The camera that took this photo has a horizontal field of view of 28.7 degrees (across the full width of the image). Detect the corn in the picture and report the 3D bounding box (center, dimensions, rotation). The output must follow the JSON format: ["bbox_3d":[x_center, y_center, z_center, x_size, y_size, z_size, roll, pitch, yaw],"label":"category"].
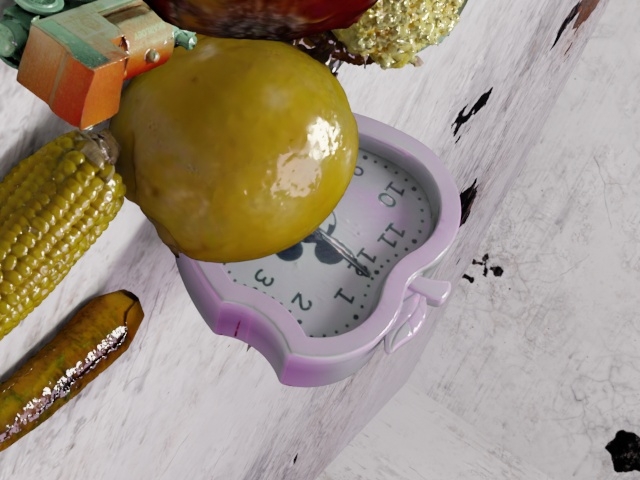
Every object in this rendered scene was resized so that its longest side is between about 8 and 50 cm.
[{"bbox_3d":[-0.258,0.008,1.072,0.261,0.097,0.097,-53,165,-14],"label":"corn"}]

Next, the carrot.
[{"bbox_3d":[-0.289,0.143,1.333,0.260,0.070,0.070,-42,160,-38],"label":"carrot"}]

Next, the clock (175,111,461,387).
[{"bbox_3d":[0.000,0.000,1.464,0.338,0.339,0.102,-49,169,-28],"label":"clock"}]

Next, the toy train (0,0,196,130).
[{"bbox_3d":[-0.169,-0.158,0.966,0.176,0.118,0.074,-35,157,-52],"label":"toy train"}]

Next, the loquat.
[{"bbox_3d":[-0.078,-0.097,1.178,0.244,0.244,0.244,-52,165,-20],"label":"loquat"}]

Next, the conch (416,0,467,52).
[{"bbox_3d":[0.115,-0.301,1.563,0.176,0.122,0.188,-38,-179,4],"label":"conch"}]

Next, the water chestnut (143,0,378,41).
[{"bbox_3d":[-0.069,-0.285,0.780,0.302,0.350,0.350,-11,154,-7],"label":"water chestnut"}]

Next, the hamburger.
[{"bbox_3d":[0.059,-0.296,1.245,0.243,0.139,0.261,-34,117,-38],"label":"hamburger"}]

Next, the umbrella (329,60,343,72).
[{"bbox_3d":[-0.020,-0.194,1.379,0.336,0.128,0.154,-68,-164,-10],"label":"umbrella"}]
